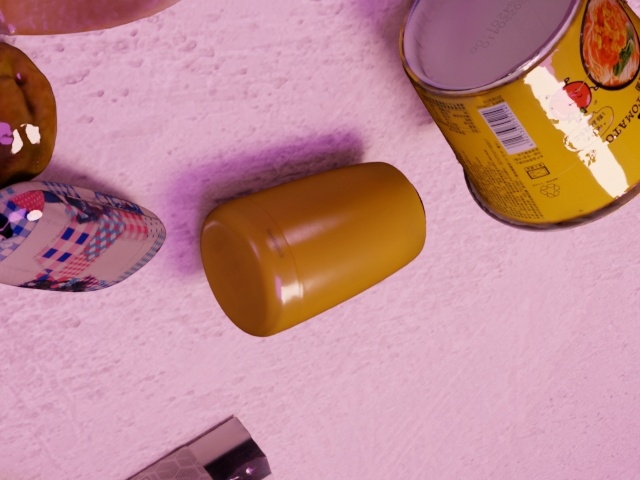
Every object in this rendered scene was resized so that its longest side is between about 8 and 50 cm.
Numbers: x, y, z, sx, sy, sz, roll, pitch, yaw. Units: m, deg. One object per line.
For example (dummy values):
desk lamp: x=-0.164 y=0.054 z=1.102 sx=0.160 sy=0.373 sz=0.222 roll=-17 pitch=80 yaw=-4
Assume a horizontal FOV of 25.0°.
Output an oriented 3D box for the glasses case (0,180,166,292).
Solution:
glasses case: x=-0.283 y=-0.001 z=1.606 sx=0.125 sy=0.076 sz=0.327 roll=-38 pitch=162 yaw=15

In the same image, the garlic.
garlic: x=-0.199 y=-0.295 z=1.436 sx=0.318 sy=0.112 sz=0.143 roll=-30 pitch=118 yaw=-6

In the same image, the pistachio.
pistachio: x=-0.328 y=-0.110 z=1.500 sx=0.110 sy=0.100 sz=0.189 roll=4 pitch=120 yaw=-30

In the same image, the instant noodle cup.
instant noodle cup: x=0.261 y=-0.209 z=1.776 sx=0.325 sy=0.325 sz=0.254 roll=-45 pitch=132 yaw=2

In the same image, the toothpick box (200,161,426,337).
toothpick box: x=0.000 y=0.000 z=1.834 sx=0.271 sy=0.175 sz=0.175 roll=-22 pitch=137 yaw=-29

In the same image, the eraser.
eraser: x=-0.259 y=0.404 z=2.036 sx=0.403 sy=0.098 sz=0.096 roll=-31 pitch=140 yaw=-16
